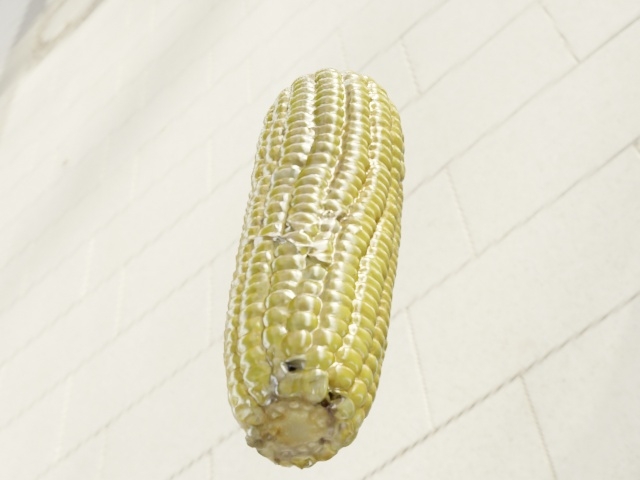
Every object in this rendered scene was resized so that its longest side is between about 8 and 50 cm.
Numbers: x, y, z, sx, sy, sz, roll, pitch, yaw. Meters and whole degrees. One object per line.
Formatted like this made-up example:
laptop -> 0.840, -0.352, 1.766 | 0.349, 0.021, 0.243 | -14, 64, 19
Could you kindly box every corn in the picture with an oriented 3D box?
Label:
corn -> 0.000, 0.000, 0.531 | 0.080, 0.080, 0.231 | -32, 29, 27
